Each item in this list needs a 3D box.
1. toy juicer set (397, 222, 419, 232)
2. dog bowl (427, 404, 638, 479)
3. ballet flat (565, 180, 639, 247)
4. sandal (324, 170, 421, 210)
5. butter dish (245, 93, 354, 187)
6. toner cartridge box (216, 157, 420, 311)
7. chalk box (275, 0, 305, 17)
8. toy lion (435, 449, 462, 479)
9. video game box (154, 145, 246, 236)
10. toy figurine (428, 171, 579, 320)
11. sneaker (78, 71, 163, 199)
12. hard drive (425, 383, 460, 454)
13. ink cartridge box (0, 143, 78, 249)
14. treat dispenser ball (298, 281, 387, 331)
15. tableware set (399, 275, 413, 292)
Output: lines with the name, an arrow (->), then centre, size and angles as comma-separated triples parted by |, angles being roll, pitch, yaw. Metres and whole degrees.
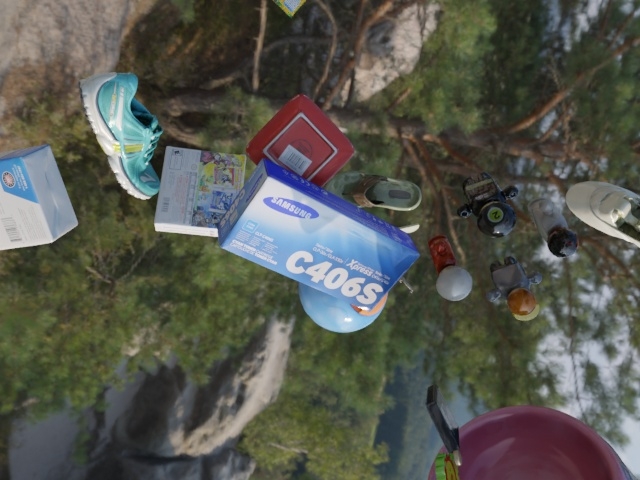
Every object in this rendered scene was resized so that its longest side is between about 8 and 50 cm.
toy juicer set -> 0.177, 0.023, 2.236 | 0.329, 0.209, 0.090 | -56, -135, 43
dog bowl -> 0.372, 0.477, 1.133 | 0.150, 0.407, 0.408 | 63, 38, -31
ballet flat -> 0.835, -0.055, 1.666 | 0.139, 0.400, 0.139 | -36, 149, -26
sandal -> 0.161, -0.152, 1.931 | 0.086, 0.302, 0.120 | -81, 173, -87
butter dish -> -0.043, -0.182, 1.228 | 0.160, 0.160, 0.118 | -44, -163, 6
toner cartridge box -> 0.000, 0.000, 1.176 | 0.165, 0.347, 0.075 | -53, -151, 22
chalk box -> -0.101, -0.559, 1.204 | 0.132, 0.213, 0.132 | -47, 176, 12
toy lion -> 0.195, 0.365, 0.945 | 0.096, 0.034, 0.100 | -14, 88, -69
video game box -> -0.271, -0.111, 1.446 | 0.048, 0.187, 0.205 | 107, -14, -64
toy figurine -> 0.303, 0.015, 1.055 | 0.148, 0.209, 0.213 | -96, -151, -58
sneaker -> -0.334, -0.179, 1.131 | 0.275, 0.109, 0.107 | 81, -10, -52
hard drive -> 0.219, 0.316, 1.130 | 0.094, 0.022, 0.135 | 63, 10, 6
ink cartridge box -> -0.505, -0.056, 0.953 | 0.078, 0.231, 0.134 | -68, 149, -65
treat dispenser ball -> 0.073, 0.149, 2.021 | 0.288, 0.288, 0.288 | 15, 90, -75
tableware set -> 0.181, 0.067, 1.657 | 0.020, 0.169, 0.141 | -40, -161, 7
